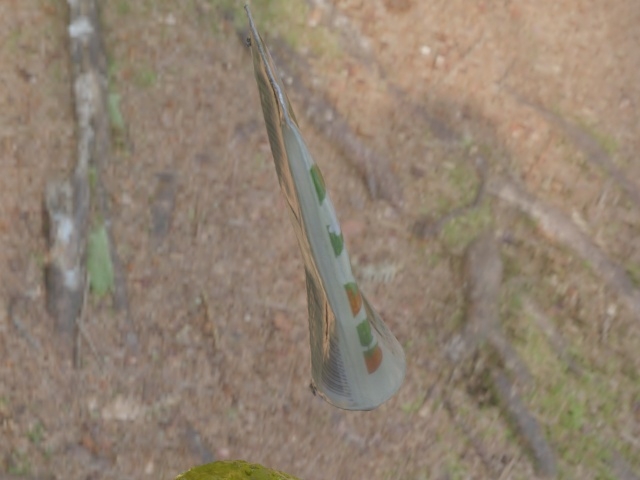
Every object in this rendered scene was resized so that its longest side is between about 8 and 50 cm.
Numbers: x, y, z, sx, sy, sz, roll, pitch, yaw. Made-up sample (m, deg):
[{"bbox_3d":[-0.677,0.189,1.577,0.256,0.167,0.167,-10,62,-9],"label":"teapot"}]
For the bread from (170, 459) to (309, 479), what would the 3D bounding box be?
[{"bbox_3d":[0.027,0.272,0.743,0.166,0.112,0.383,7,45,-47],"label":"bread"}]

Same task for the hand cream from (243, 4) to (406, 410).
[{"bbox_3d":[0.000,0.000,0.509,0.037,0.165,0.057,-18,41,-3],"label":"hand cream"}]
